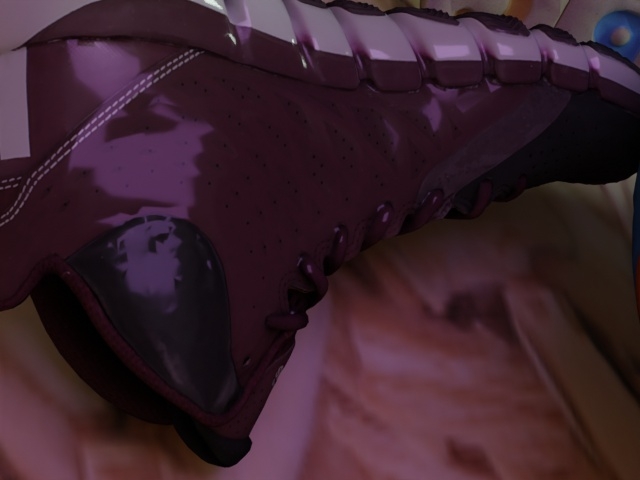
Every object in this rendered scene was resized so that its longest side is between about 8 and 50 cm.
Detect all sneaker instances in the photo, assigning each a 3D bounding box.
[{"bbox_3d":[0.000,0.000,0.609,0.281,0.106,0.163,7,79,-28],"label":"sneaker"}]

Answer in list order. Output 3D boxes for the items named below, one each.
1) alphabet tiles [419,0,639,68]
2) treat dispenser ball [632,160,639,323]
[{"bbox_3d":[0.169,-0.169,0.667,0.284,0.278,0.021,18,29,-20],"label":"alphabet tiles"},{"bbox_3d":[0.252,0.005,0.588,0.288,0.288,0.288,12,57,-19],"label":"treat dispenser ball"}]
